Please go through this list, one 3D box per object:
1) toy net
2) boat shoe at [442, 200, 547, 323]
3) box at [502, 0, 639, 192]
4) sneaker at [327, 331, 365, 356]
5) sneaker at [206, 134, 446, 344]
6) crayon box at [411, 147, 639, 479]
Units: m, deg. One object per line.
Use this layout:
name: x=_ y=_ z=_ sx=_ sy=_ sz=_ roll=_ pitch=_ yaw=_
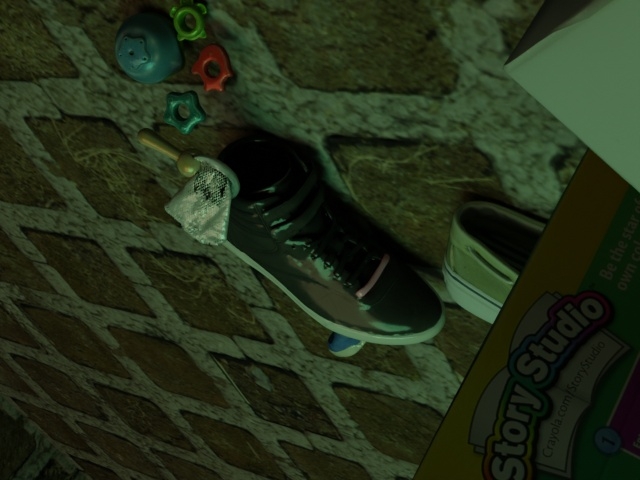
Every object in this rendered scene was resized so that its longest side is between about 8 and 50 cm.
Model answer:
toy net: x=-0.118 y=-0.112 z=1.032 sx=0.122 sy=0.045 sz=0.232 roll=-16 pitch=100 yaw=22
boat shoe: x=0.236 y=0.057 z=0.947 sx=0.302 sy=0.109 sz=0.094 roll=22 pitch=148 yaw=26
box: x=0.303 y=-0.076 z=0.545 sx=0.345 sy=0.215 sz=0.168 roll=40 pitch=152 yaw=-11
sneaker: x=0.030 y=0.082 z=1.251 sx=0.085 sy=0.058 sz=0.152 roll=34 pitch=149 yaw=-14
sneaker: x=0.000 y=0.000 z=1.103 sx=0.296 sy=0.104 sz=0.147 roll=32 pitch=158 yaw=13
crayon box: x=0.265 y=0.112 z=0.725 sx=0.313 sy=0.363 sz=0.106 roll=27 pitch=152 yaw=13
